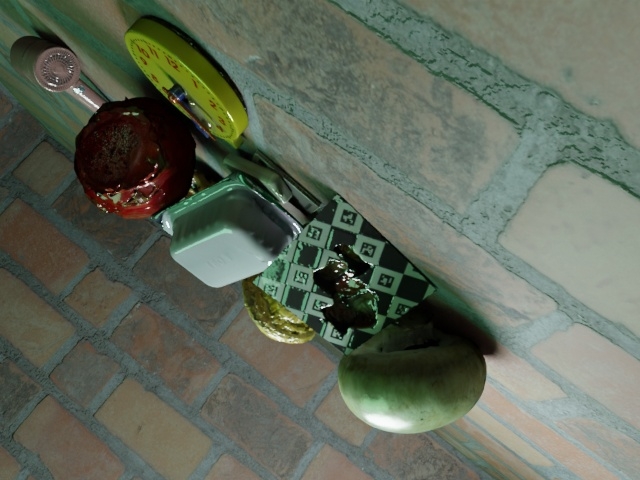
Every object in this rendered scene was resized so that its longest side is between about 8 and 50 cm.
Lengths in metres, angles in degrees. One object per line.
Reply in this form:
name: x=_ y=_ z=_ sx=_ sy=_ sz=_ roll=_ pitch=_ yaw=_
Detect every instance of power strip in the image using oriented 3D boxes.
power strip: x=-0.142 y=-0.138 z=1.374 sx=0.192 sy=0.035 sz=0.081 roll=27 pitch=163 yaw=40

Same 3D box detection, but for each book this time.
book: x=-0.082 y=-0.123 z=1.372 sx=0.181 sy=0.014 sz=0.127 roll=41 pitch=166 yaw=-6

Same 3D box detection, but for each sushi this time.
sushi: x=0.049 y=0.075 z=1.326 sx=0.292 sy=0.294 sz=0.059 roll=41 pitch=-150 yaw=-13

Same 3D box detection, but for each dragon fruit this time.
dragon fruit: x=-0.442 y=-0.194 z=1.486 sx=0.295 sy=0.296 sz=0.301 roll=41 pitch=168 yaw=-8

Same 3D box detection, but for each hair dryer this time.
hair dryer: x=-0.718 y=-0.442 z=1.813 sx=0.210 sy=0.125 sz=0.352 roll=28 pitch=169 yaw=41

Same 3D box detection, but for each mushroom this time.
mushroom: x=0.210 y=0.293 z=1.425 sx=0.352 sy=0.351 sz=0.261 roll=13 pitch=108 yaw=61

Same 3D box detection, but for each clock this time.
clock: x=-0.261 y=-0.289 z=1.181 sx=0.277 sy=0.071 sz=0.293 roll=36 pitch=166 yaw=14

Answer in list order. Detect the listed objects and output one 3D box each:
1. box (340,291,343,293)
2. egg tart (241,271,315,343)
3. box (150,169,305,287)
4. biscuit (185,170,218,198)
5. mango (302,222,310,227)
box: x=0.045 y=0.110 z=1.520 sx=0.220 sy=0.091 sz=0.274 roll=18 pitch=165 yaw=2
egg tart: x=-0.080 y=0.142 z=1.729 sx=0.294 sy=0.294 sz=0.123 roll=42 pitch=131 yaw=-12
box: x=-0.215 y=0.006 z=1.429 sx=0.336 sy=0.106 sz=0.264 roll=-22 pitch=128 yaw=37
biscuit: x=-0.300 y=-0.109 z=1.849 sx=0.334 sy=0.081 sz=0.289 roll=42 pitch=166 yaw=-29
mango: x=0.000 y=0.000 z=1.477 sx=0.114 sy=0.057 sz=0.079 roll=29 pitch=159 yaw=1
